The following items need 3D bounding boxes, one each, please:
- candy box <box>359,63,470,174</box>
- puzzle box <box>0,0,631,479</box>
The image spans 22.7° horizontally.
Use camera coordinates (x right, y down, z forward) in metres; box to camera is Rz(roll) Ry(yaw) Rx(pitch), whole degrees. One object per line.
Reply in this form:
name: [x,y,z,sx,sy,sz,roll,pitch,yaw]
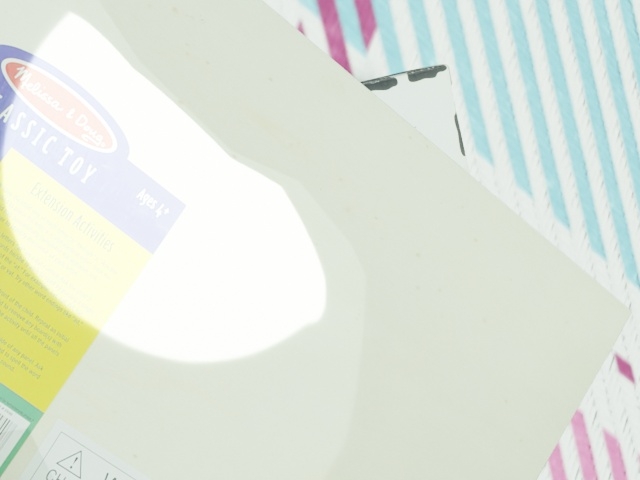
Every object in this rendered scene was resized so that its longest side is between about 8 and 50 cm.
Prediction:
candy box: [0.000,0.000,0.894,0.196,0.070,0.165,-17,96,-39]
puzzle box: [-0.061,0.029,0.774,0.409,0.052,0.272,39,75,-19]
